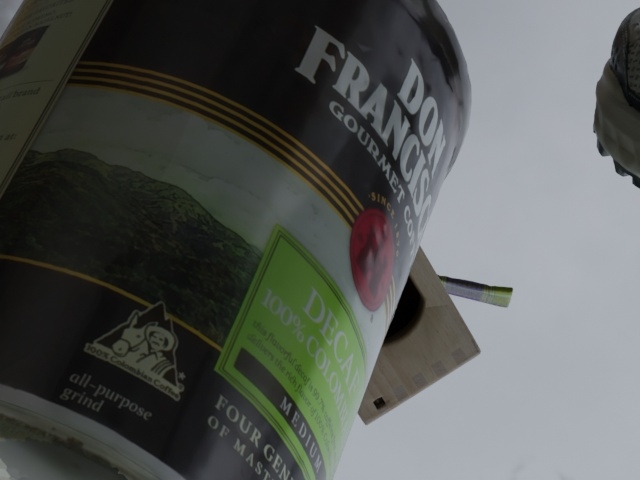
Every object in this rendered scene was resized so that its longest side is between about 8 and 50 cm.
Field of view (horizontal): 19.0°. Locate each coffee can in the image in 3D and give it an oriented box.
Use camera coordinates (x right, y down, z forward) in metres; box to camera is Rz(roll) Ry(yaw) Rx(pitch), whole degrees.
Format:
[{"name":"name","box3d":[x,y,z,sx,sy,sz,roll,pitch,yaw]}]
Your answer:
[{"name":"coffee can","box3d":[-0.071,0.019,0.761,0.201,0.201,0.275,-16,-142,38]}]

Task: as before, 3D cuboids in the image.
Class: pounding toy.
[{"name":"pounding toy","box3d":[-0.001,-0.002,1.105,0.094,0.206,0.181,-32,-159,-1]}]

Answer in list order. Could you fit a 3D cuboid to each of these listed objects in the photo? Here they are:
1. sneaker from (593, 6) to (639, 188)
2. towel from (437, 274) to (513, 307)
[{"name":"sneaker","box3d":[0.179,-0.061,0.651,0.110,0.122,0.283,2,-163,-13]},{"name":"towel","box3d":[0.087,0.029,1.278,0.060,0.083,0.009,73,30,-80]}]
